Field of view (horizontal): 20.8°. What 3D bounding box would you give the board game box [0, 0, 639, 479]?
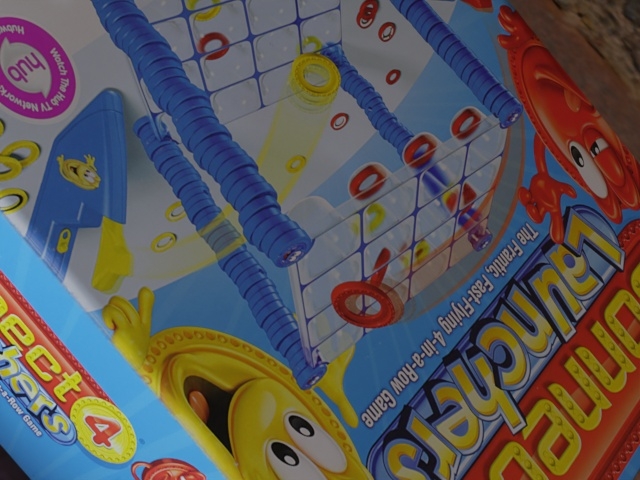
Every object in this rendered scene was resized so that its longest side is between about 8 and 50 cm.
[{"bbox_3d":[0.000,0.000,0.695,0.302,0.086,0.308,50,43,-5],"label":"board game box"}]
